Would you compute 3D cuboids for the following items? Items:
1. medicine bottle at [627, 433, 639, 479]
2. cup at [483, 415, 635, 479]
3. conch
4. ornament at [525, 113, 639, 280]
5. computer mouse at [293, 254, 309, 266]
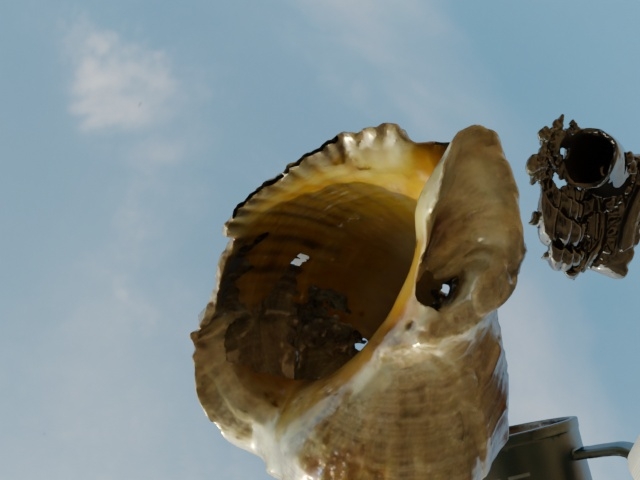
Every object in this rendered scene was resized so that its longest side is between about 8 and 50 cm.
[{"bbox_3d":[0.279,0.089,0.479,0.103,0.102,0.186,13,-68,-17],"label":"medicine bottle"},{"bbox_3d":[0.269,0.382,0.941,0.308,0.242,0.291,-12,-104,1],"label":"cup"},{"bbox_3d":[0.025,0.045,0.410,0.179,0.163,0.245,13,-66,-12],"label":"conch"},{"bbox_3d":[0.408,-0.061,1.191,0.261,0.106,0.251,5,-79,-40],"label":"ornament"},{"bbox_3d":[-0.001,0.000,1.290,0.057,0.120,0.232,3,-131,-53],"label":"computer mouse"}]
